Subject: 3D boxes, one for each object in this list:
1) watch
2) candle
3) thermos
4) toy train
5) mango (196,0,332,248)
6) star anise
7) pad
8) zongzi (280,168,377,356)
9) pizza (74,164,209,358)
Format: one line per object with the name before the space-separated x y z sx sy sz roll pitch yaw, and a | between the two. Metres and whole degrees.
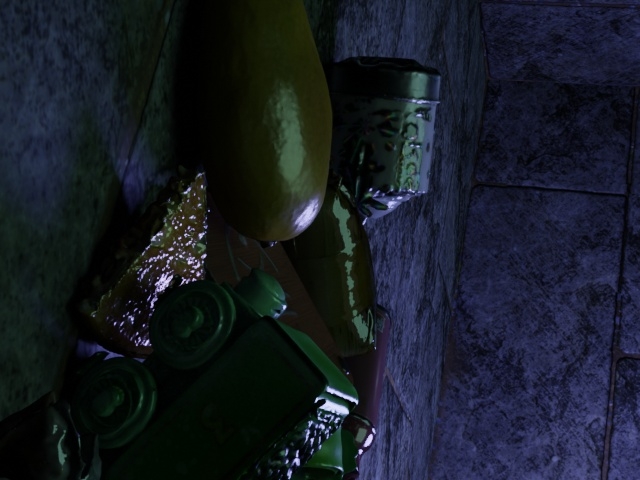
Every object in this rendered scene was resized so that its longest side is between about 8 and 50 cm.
watch | -0.021 0.284 1.431 0.152 0.165 0.131 106 -15 -64
candle | 0.085 -0.133 1.659 0.187 0.188 0.330 -14 111 -74
thermos | 0.034 0.259 1.721 0.109 0.136 0.330 53 34 -37
toy train | -0.100 0.150 0.930 0.243 0.188 0.132 -44 156 3
mango | -0.067 -0.158 1.151 0.195 0.142 0.331 -41 124 -72
star anise | -0.222 0.226 0.787 0.229 0.093 0.236 -67 155 -48
pad | -0.061 0.066 1.198 0.284 0.018 0.286 61 14 5
zongzi | 0.000 0.000 1.528 0.300 0.145 0.273 -92 176 -67
pizza | -0.159 0.022 1.008 0.193 0.053 0.201 -68 154 -11
